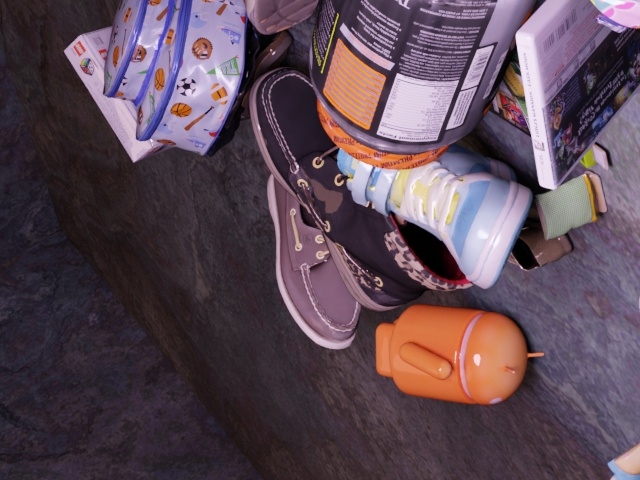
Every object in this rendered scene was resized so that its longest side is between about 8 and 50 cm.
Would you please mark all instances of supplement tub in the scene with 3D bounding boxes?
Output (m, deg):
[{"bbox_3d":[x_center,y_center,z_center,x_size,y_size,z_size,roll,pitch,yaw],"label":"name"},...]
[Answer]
[{"bbox_3d":[0.103,-0.230,1.729,0.207,0.207,0.338,52,154,19],"label":"supplement tub"}]

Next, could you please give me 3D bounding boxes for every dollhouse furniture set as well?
[{"bbox_3d":[0.271,-0.061,1.813,0.058,0.076,0.152,47,160,54],"label":"dollhouse furniture set"}]

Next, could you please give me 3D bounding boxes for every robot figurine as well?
[{"bbox_3d":[0.178,0.152,2.241,0.219,0.128,0.158,4,151,33],"label":"robot figurine"}]

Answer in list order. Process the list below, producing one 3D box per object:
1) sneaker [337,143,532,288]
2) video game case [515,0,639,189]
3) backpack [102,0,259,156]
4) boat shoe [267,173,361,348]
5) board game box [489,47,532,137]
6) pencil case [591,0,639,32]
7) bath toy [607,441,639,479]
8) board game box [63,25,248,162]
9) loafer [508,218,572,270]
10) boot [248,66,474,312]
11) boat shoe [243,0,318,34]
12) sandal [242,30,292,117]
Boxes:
[{"bbox_3d":[0.117,-0.051,1.899,0.208,0.127,0.319,23,-171,-5],"label":"sneaker"},{"bbox_3d":[0.243,-0.169,1.545,0.022,0.190,0.173,18,140,34],"label":"video game case"},{"bbox_3d":[-0.182,-0.258,2.313,0.276,0.213,0.263,114,156,-52],"label":"backpack"},{"bbox_3d":[0.000,0.000,2.446,0.097,0.116,0.324,-54,39,46],"label":"boat shoe"},{"bbox_3d":[0.176,-0.213,1.910,0.259,0.030,0.136,39,151,46],"label":"board game box"},{"bbox_3d":[0.295,-0.266,1.355,0.124,0.124,0.284,58,161,3],"label":"pencil case"},{"bbox_3d":[0.469,0.371,1.925,0.129,0.151,0.348,-40,77,30],"label":"bath toy"},{"bbox_3d":[-0.220,-0.241,2.515,0.053,0.305,0.193,-35,85,36],"label":"board game box"},{"bbox_3d":[0.246,0.006,2.033,0.056,0.050,0.148,61,162,-5],"label":"loafer"},{"bbox_3d":[0.062,-0.077,2.252,0.377,0.138,0.284,63,160,-7],"label":"boot"},{"bbox_3d":[-0.064,-0.397,2.106,0.324,0.123,0.116,102,146,-54],"label":"boat shoe"},{"bbox_3d":[-0.068,-0.232,2.469,0.060,0.090,0.219,35,153,2],"label":"sandal"}]
